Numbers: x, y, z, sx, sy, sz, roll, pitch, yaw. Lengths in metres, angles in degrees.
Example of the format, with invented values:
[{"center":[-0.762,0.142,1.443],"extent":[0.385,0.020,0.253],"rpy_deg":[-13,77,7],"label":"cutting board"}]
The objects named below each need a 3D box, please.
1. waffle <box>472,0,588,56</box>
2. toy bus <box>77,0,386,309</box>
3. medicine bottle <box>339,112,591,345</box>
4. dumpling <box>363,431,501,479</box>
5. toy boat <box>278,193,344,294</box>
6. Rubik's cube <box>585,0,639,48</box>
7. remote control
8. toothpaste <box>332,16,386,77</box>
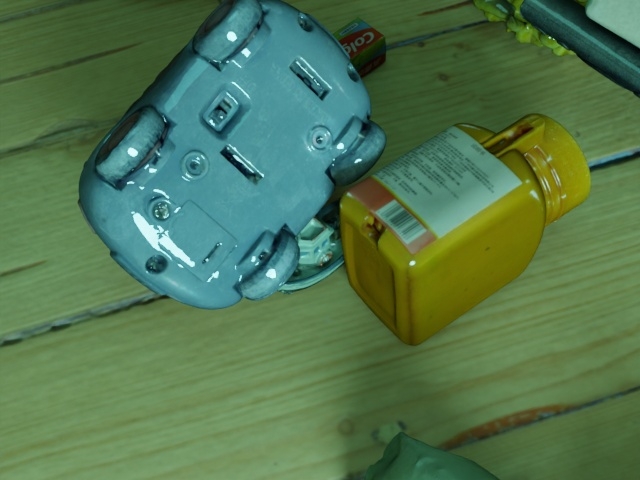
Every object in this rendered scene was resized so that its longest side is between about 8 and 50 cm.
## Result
[{"center":[0.331,-0.323,1.155],"extent":[0.329,0.062,0.329],"rpy_deg":[-3,54,5],"label":"waffle"},{"center":[-0.101,-0.087,0.926],"extent":[0.294,0.197,0.232],"rpy_deg":[-54,25,-11],"label":"toy bus"},{"center":[0.135,-0.023,0.895],"extent":[0.222,0.149,0.112],"rpy_deg":[-32,56,-17],"label":"medicine bottle"},{"center":[0.113,0.245,0.734],"extent":[0.216,0.149,0.105],"rpy_deg":[23,28,37],"label":"dumpling"},{"center":[0.000,0.000,0.947],"extent":[0.059,0.066,0.140],"rpy_deg":[38,66,25],"label":"toy boat"},{"center":[0.497,-0.320,0.910],"extent":[0.318,0.316,0.322],"rpy_deg":[34,50,9],"label":"Rubik's cube"},{"center":[0.368,-0.140,0.966],"extent":[0.377,0.044,0.107],"rpy_deg":[40,24,20],"label":"remote control"},{"center":[-0.004,-0.176,1.094],"extent":[0.193,0.044,0.070],"rpy_deg":[-37,60,-20],"label":"toothpaste"}]
